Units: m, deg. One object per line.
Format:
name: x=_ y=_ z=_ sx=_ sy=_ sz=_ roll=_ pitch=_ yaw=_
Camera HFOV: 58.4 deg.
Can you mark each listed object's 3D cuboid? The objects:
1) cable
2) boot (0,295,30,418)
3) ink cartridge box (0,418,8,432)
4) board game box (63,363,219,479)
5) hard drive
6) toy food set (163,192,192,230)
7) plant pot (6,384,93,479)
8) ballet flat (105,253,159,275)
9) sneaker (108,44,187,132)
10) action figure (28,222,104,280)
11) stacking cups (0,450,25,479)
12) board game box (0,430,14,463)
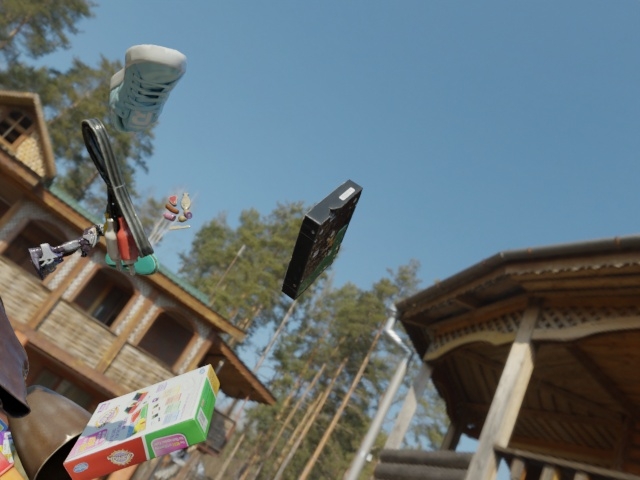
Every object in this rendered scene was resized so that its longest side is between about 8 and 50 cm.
cable: x=-0.375 y=-0.069 z=1.029 sx=0.139 sy=0.072 sz=0.287 roll=26 pitch=-45 yaw=47
boot: x=-0.596 y=0.179 z=1.024 sx=0.207 sy=0.090 sz=0.248 roll=41 pitch=-26 yaw=47
ink cartridge box: x=-1.158 y=0.477 z=1.682 sx=0.270 sy=0.151 sz=0.395 roll=-22 pitch=-71 yaw=37
board game box: x=-0.412 y=0.430 z=1.368 sx=0.242 sy=0.316 sz=0.064 roll=-95 pitch=164 yaw=-73
hard drive: x=0.000 y=0.000 z=1.715 sx=0.064 sy=0.237 sz=0.339 roll=34 pitch=-44 yaw=15
toy food set: x=-0.389 y=-0.083 z=1.553 sx=0.077 sy=0.122 sz=0.019 roll=-8 pitch=-36 yaw=-13
plant pot: x=-0.716 y=0.498 z=1.514 sx=0.230 sy=0.215 sz=0.215 roll=38 pitch=-22 yaw=23
ballet flat: x=-0.599 y=0.070 z=1.895 sx=0.247 sy=0.083 sz=0.087 roll=6 pitch=-6 yaw=31
sneaker: x=-0.395 y=-0.327 z=1.307 sx=0.135 sy=0.150 sz=0.366 roll=1 pitch=-3 yaw=-28
action figure: x=-0.828 y=0.020 z=1.938 sx=0.099 sy=0.285 sz=0.185 roll=58 pitch=-28 yaw=2
stacking cups: x=-0.406 y=0.411 z=0.801 sx=0.316 sy=0.096 sz=0.096 roll=54 pitch=-28 yaw=0
board game box: x=-0.962 y=0.609 z=1.503 sx=0.275 sy=0.144 sz=0.142 roll=5 pitch=31 yaw=-29
